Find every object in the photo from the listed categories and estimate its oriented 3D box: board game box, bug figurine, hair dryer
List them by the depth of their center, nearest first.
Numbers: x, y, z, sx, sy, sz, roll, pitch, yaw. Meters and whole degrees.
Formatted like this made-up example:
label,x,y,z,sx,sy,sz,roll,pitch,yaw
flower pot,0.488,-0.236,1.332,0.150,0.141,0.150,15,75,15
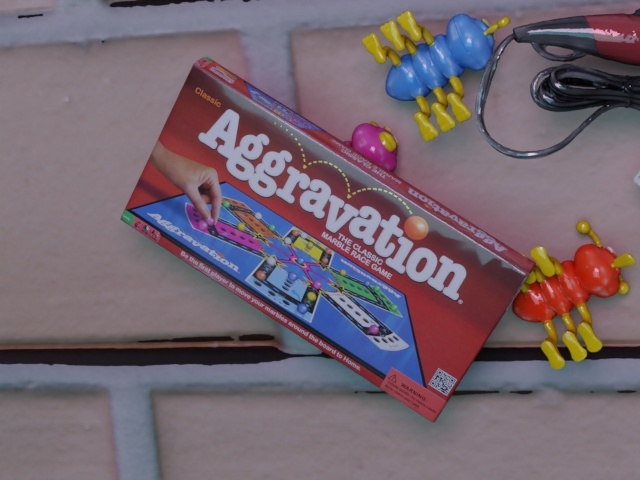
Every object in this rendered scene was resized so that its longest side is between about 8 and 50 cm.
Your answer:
label,x,y,z,sx,sy,sz,roll,pitch,yaw
hair dryer,0.267,-0.130,0.992,0.223,0.080,0.293,36,98,-18
board game box,0.000,0.000,1.088,0.281,0.027,0.145,32,117,7
bug figurine,0.093,-0.027,1.100,0.216,0.072,0.279,-25,99,26
